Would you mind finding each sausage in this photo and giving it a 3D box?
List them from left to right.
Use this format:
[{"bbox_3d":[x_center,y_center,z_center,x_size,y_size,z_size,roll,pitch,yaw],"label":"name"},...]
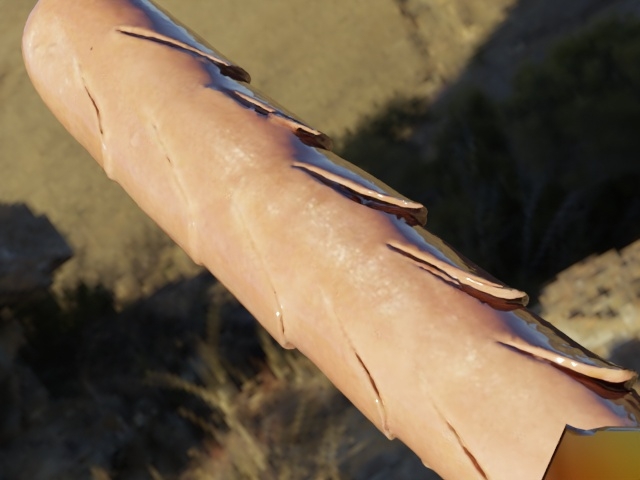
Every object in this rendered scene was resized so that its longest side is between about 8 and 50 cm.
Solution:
[{"bbox_3d":[-0.001,0.002,0.701,0.088,0.088,0.433,-40,58,-17],"label":"sausage"}]

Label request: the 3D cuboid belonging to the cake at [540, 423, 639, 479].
[{"bbox_3d":[0.169,0.101,0.397,0.178,0.208,0.185,-26,-5,-35],"label":"cake"}]
